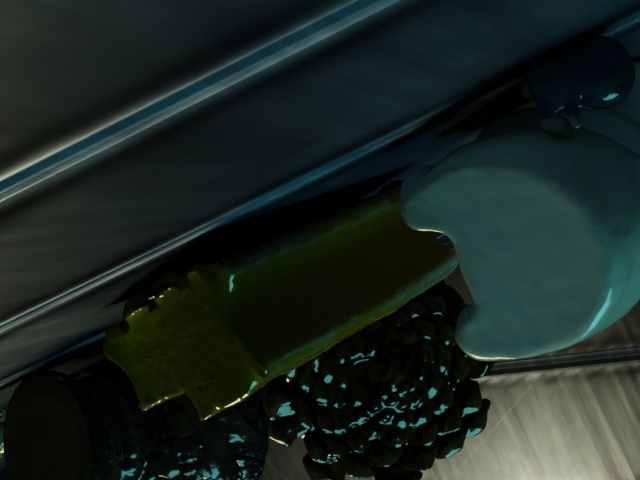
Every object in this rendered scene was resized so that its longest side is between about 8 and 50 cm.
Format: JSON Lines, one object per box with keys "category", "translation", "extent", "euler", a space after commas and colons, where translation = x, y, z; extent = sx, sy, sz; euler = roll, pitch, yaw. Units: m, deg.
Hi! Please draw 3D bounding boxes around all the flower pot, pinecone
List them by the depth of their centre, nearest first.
{"category": "flower pot", "translation": [-0.247, 0.251, 1.451], "extent": [0.267, 0.266, 0.266], "euler": [-2, 159, -47]}
{"category": "pinecone", "translation": [0.056, 0.184, 1.685], "extent": [0.384, 0.384, 0.384], "euler": [-25, 174, -3]}

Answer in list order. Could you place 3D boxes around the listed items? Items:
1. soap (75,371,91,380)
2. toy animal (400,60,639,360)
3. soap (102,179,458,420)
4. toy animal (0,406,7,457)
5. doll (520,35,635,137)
{"category": "soap", "translation": [-0.306, 0.288, 1.762], "extent": [0.273, 0.218, 0.098], "euler": [111, 3, -75]}
{"category": "toy animal", "translation": [0.251, -0.041, 0.998], "extent": [0.241, 0.196, 0.367], "euler": [-15, -172, 31]}
{"category": "soap", "translation": [-0.043, 0.058, 1.113], "extent": [0.281, 0.143, 0.259], "euler": [-27, 179, -39]}
{"category": "toy animal", "translation": [-0.469, 0.281, 1.694], "extent": [0.181, 0.073, 0.136], "euler": [-39, 180, 10]}
{"category": "doll", "translation": [0.198, -0.120, 0.850], "extent": [0.083, 0.076, 0.050], "euler": [-20, 138, 6]}
